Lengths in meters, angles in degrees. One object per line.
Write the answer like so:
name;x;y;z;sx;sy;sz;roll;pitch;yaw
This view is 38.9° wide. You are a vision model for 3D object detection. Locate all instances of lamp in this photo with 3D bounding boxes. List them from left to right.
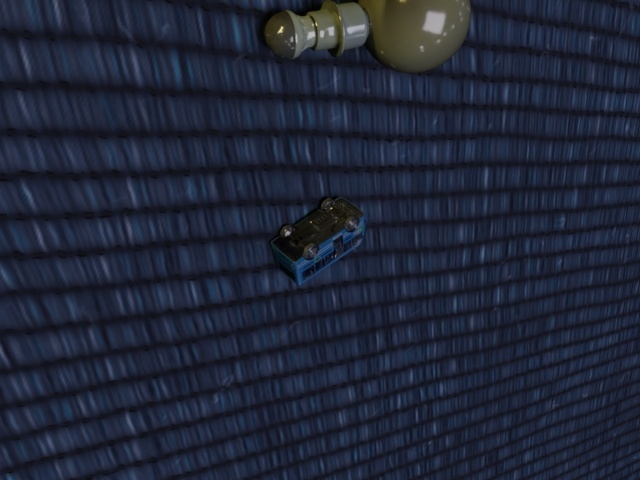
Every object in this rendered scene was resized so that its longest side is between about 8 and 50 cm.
lamp;0.034;-0.169;0.698;0.163;0.091;0.091;-13;126;-21

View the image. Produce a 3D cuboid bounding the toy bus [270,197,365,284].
toy bus;0.000;0.000;0.803;0.083;0.038;0.046;-34;140;-23
